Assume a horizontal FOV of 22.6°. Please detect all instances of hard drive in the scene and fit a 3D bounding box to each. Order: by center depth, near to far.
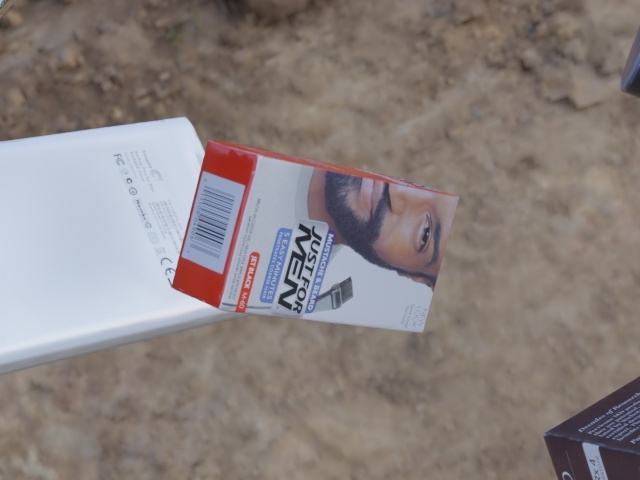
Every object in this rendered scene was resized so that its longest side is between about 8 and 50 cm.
[{"bbox_3d":[-0.212,0.000,1.420,0.307,0.203,0.040,-12,-21,-38],"label":"hard drive"}]

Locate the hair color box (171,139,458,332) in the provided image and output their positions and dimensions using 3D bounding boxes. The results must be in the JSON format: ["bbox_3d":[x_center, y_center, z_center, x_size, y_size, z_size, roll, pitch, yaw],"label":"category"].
[{"bbox_3d":[0.000,0.000,0.966,0.167,0.093,0.053,8,9,-43],"label":"hair color box"}]

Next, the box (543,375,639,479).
[{"bbox_3d":[0.343,0.222,1.438,0.167,0.168,0.203,-27,14,-26],"label":"box"}]

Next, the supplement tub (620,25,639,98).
[{"bbox_3d":[0.264,-0.077,0.852,0.198,0.106,0.106,22,39,3],"label":"supplement tub"}]

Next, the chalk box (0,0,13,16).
[{"bbox_3d":[-0.374,-0.291,1.505,0.132,0.213,0.132,-54,12,-23],"label":"chalk box"}]
